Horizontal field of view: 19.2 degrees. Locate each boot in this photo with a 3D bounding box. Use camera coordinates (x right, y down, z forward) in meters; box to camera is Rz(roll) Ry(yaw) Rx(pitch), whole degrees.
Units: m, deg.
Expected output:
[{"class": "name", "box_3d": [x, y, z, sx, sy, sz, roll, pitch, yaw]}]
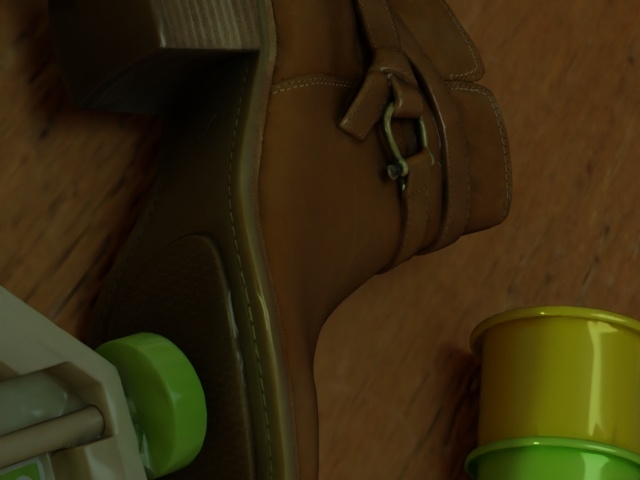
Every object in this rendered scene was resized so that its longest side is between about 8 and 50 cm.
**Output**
[{"class": "boot", "box_3d": [0.000, 0.000, 0.826, 0.220, 0.109, 0.283, -1, 69, -48]}]

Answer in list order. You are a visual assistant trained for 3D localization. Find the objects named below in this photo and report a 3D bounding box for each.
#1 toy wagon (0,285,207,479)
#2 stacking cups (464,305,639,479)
[{"class": "toy wagon", "box_3d": [-0.149, 0.105, 0.638, 0.267, 0.068, 0.344, -15, 89, -45]}, {"class": "stacking cups", "box_3d": [0.105, 0.188, 0.837, 0.096, 0.096, 0.316, 25, 58, -34]}]
